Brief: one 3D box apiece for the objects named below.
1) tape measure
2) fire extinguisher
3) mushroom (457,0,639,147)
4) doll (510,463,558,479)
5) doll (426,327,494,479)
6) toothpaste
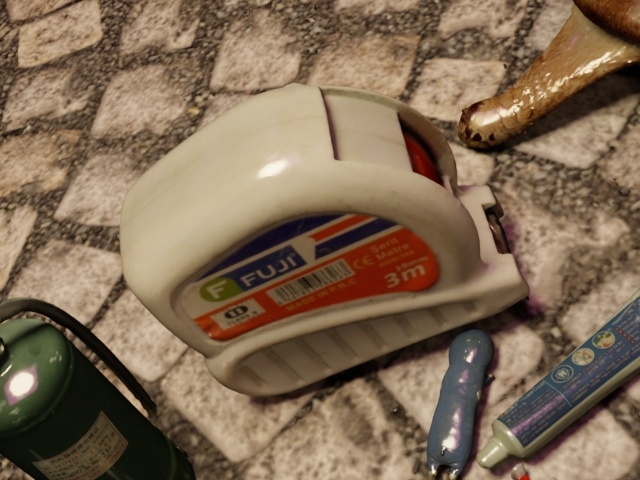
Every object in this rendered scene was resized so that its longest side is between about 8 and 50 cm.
[{"bbox_3d":[0.000,0.000,0.807,0.258,0.265,0.130,-23,47,16],"label":"tape measure"},{"bbox_3d":[-0.190,0.124,0.755,0.093,0.294,0.118,31,71,38],"label":"fire extinguisher"},{"bbox_3d":[0.220,-0.143,0.910,0.217,0.148,0.227,-44,39,11],"label":"mushroom"},{"bbox_3d":[0.153,0.202,0.719,0.057,0.039,0.114,4,32,-27],"label":"doll"},{"bbox_3d":[0.107,0.124,0.805,0.037,0.027,0.125,4,60,26],"label":"doll"},{"bbox_3d":[0.193,0.105,0.776,0.197,0.035,0.057,-37,55,-10],"label":"toothpaste"}]
